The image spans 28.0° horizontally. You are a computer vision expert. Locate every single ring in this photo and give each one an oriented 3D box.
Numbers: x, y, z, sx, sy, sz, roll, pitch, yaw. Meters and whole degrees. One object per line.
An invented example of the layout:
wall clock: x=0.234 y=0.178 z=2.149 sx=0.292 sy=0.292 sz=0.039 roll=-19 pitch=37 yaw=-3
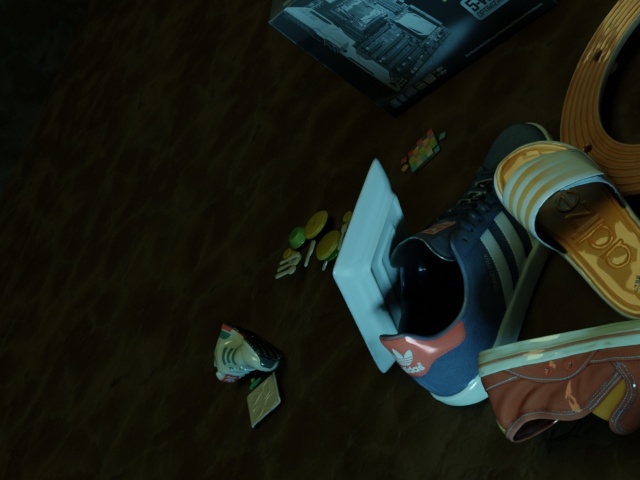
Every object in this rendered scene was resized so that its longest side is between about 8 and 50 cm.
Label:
ring: x=0.384 y=-0.190 z=1.359 sx=0.336 sy=0.032 sz=0.336 roll=-43 pitch=29 yaw=31

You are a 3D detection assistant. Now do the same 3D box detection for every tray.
tray: x=0.077 y=0.037 z=1.441 sx=0.030 sy=0.270 sz=0.145 roll=10 pitch=65 yaw=20

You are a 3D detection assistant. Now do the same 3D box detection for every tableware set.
tableware set: x=0.000 y=0.000 z=1.800 sx=0.154 sy=0.024 sz=0.104 roll=-27 pitch=37 yaw=45

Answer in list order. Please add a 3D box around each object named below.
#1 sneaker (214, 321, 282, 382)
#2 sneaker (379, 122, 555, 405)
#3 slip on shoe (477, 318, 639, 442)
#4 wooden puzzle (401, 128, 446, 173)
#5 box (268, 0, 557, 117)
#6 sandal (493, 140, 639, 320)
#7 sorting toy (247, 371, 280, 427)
sneaker: x=-0.105 y=0.168 z=1.765 sx=0.161 sy=0.057 sz=0.075 roll=27 pitch=96 yaw=63
sneaker: x=0.163 y=-0.003 z=1.407 sx=0.131 sy=0.148 sz=0.350 roll=-17 pitch=47 yaw=50
slip on shoe: x=0.285 y=0.120 z=1.151 sx=0.331 sy=0.123 sz=0.101 roll=-18 pitch=78 yaw=43
wooden puzzle: x=0.137 y=-0.119 z=1.719 sx=0.083 sy=0.006 sz=0.049 roll=-44 pitch=30 yaw=23
box: x=0.122 y=-0.326 z=1.710 sx=0.307 sy=0.242 sz=0.076 roll=-32 pitch=36 yaw=37
sandal: x=0.261 y=-0.028 z=1.286 sx=0.102 sy=0.076 sz=0.265 roll=-45 pitch=48 yaw=7
sorting toy: x=-0.076 y=0.204 z=1.715 sx=0.062 sy=0.012 sz=0.083 roll=-47 pitch=31 yaw=22
